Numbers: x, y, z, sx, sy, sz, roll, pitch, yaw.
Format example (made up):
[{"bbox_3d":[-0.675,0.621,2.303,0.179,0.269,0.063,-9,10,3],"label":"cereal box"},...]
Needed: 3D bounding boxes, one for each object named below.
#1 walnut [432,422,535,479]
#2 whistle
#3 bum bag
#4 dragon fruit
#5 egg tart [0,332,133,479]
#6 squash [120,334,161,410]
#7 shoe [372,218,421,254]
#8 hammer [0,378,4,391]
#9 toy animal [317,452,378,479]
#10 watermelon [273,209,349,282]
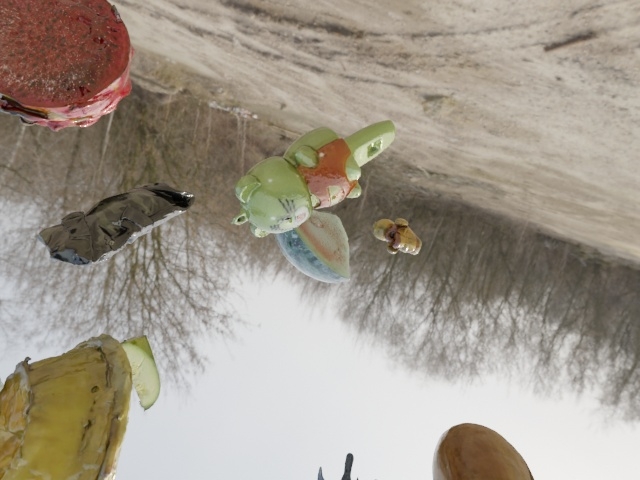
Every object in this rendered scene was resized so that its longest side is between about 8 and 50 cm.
[{"bbox_3d":[0.334,0.519,0.891,0.209,0.209,0.336,19,-168,4],"label":"walnut"},{"bbox_3d":[-0.006,-0.097,0.653,0.106,0.288,0.131,54,167,28],"label":"whistle"},{"bbox_3d":[-0.399,-0.042,0.874,0.144,0.095,0.340,12,-150,16],"label":"bum bag"},{"bbox_3d":[-0.666,-0.457,1.131,0.386,0.371,0.249,59,161,7],"label":"dragon fruit"},{"bbox_3d":[-0.374,0.267,0.587,0.120,0.315,0.315,32,176,-42],"label":"egg tart"},{"bbox_3d":[-0.574,0.439,1.422,0.093,0.252,0.169,-16,177,-17],"label":"squash"},{"bbox_3d":[0.158,-0.012,0.909,0.069,0.072,0.109,12,-145,-35],"label":"shoe"},{"bbox_3d":[-0.646,0.280,0.616,0.305,0.113,0.202,-19,180,-16],"label":"hammer"},{"bbox_3d":[0.091,0.901,1.548,0.239,0.255,0.176,-2,178,22],"label":"toy animal"},{"bbox_3d":[0.000,0.000,1.293,0.289,0.213,0.320,41,157,29],"label":"watermelon"}]
